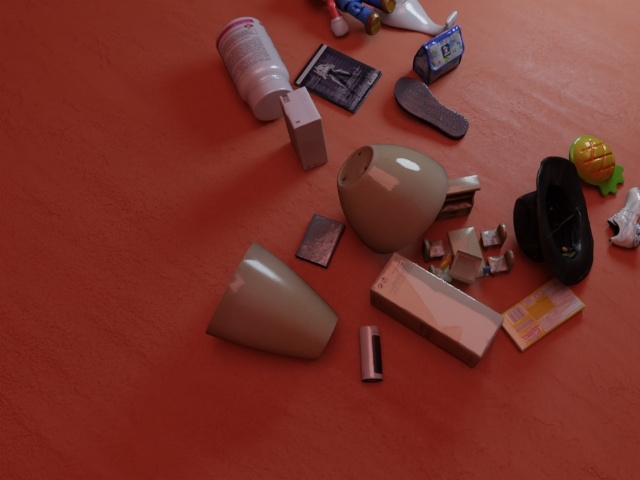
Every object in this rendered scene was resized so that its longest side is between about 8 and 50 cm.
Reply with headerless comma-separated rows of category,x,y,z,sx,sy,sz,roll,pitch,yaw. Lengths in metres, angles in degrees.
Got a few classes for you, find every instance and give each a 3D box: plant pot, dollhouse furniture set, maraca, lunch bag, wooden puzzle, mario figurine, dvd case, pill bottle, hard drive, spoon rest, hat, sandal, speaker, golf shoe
plant pot,-0.104,0.178,1.598,0.273,0.256,0.257,28,72,-3
dollhouse furniture set,0.370,-0.021,1.663,0.212,0.161,0.242,-11,68,0
maraca,0.751,-0.204,1.745,0.185,0.099,0.127,42,78,-9
lunch bag,0.348,-0.551,1.885,0.128,0.151,0.096,-34,69,-10
wooden puzzle,0.362,0.066,1.611,0.116,0.014,0.079,27,94,0
mario figurine,0.081,-0.767,2.019,0.320,0.170,0.198,38,55,18
dvd case,0.052,-0.495,1.958,0.221,0.018,0.165,30,74,14
pill bottle,-0.190,-0.507,1.906,0.160,0.160,0.283,-24,68,-5
plant pot,0.154,-0.136,1.632,0.191,0.284,0.284,36,69,-28
hard drive,0.000,0.000,1.759,0.094,0.022,0.135,20,71,12
spoon rest,0.296,-0.702,2.001,0.276,0.084,0.137,31,72,29
hat,0.577,-0.045,1.646,0.133,0.331,0.332,-8,60,46
sandal,0.314,-0.378,1.878,0.254,0.054,0.097,42,84,8
speaker,0.126,0.285,1.617,0.055,0.055,0.136,-3,67,3
golf shoe,0.807,-0.065,1.700,0.085,0.069,0.176,8,68,14

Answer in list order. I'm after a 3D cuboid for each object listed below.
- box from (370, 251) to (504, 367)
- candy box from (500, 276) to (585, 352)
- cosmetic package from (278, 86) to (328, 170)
box,0.284,0.174,1.601,0.311,0.148,0.121,31,74,17
candy box,0.559,0.185,1.637,0.205,0.027,0.105,-32,72,-8
cosmetic package,-0.043,-0.304,1.773,0.085,0.231,0.117,-23,69,-5
